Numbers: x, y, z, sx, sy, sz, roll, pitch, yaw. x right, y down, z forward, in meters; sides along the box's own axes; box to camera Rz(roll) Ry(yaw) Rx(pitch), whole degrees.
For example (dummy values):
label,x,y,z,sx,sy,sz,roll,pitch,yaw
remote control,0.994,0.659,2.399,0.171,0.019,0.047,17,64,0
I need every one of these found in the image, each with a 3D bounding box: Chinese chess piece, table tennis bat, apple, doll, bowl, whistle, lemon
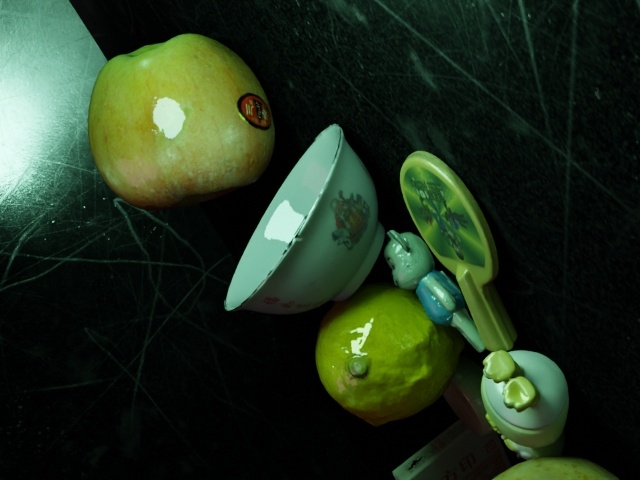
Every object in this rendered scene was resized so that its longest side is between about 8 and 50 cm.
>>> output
label,x,y,z,sx,sy,sz,roll,pitch,yaw
Chinese chess piece,0.261,0.266,1.853,0.144,0.058,0.144,52,166,20
table tennis bat,0.201,0.018,1.500,0.198,0.050,0.321,23,141,64
apple,-0.247,-0.220,1.938,0.338,0.338,0.305,164,91,-76
doll,0.296,0.255,1.560,0.141,0.117,0.296,50,166,35
bowl,0.000,0.000,1.713,0.157,0.345,0.345,32,172,-13
whistle,0.175,0.080,1.668,0.236,0.077,0.114,51,175,7
lemon,0.111,0.180,1.762,0.233,0.233,0.288,52,-160,16

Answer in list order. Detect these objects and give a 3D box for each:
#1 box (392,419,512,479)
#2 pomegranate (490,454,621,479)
label,x,y,z,sx,sy,sz,roll,pitch,yaw
box,0.287,0.502,2.013,0.051,0.204,0.365,35,156,58
pomegranate,0.338,0.452,1.496,0.307,0.307,0.307,51,166,18
